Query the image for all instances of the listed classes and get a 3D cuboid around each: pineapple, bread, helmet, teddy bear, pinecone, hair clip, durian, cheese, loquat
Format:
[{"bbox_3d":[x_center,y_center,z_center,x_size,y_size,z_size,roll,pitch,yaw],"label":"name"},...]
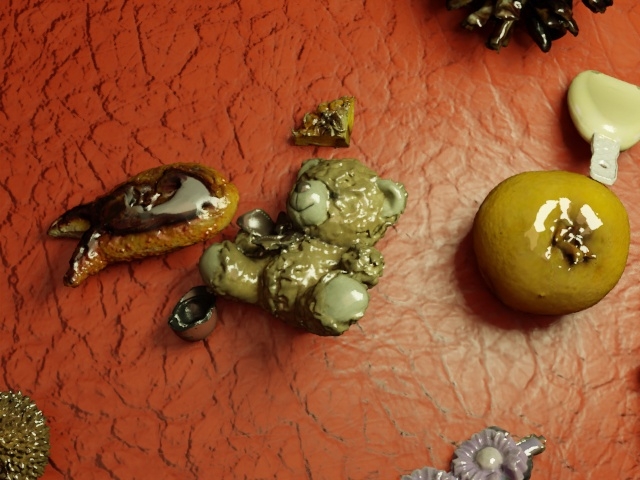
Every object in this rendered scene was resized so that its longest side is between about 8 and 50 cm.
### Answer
[{"bbox_3d":[0.019,-0.162,1.389,0.114,0.114,0.077,-30,98,-5],"label":"pineapple"},{"bbox_3d":[-0.241,-0.026,1.342,0.269,0.095,0.139,-25,52,3],"label":"bread"},{"bbox_3d":[-0.167,0.107,1.332,0.065,0.049,0.084,2,44,31],"label":"helmet"},{"bbox_3d":[0.000,0.000,1.316,0.267,0.156,0.256,18,78,32],"label":"teddy bear"},{"bbox_3d":[0.303,-0.407,1.384,0.298,0.242,0.295,32,91,36],"label":"pinecone"},{"bbox_3d":[0.179,0.331,1.283,0.292,0.084,0.106,-30,36,-12],"label":"hair clip"},{"bbox_3d":[-0.438,0.250,1.211,0.196,0.196,0.167,-16,66,-7],"label":"durian"},{"bbox_3d":[0.401,-0.152,1.359,0.127,0.054,0.251,21,40,2],"label":"cheese"},{"bbox_3d":[0.307,0.001,1.306,0.208,0.208,0.208,1,76,-3],"label":"loquat"}]
